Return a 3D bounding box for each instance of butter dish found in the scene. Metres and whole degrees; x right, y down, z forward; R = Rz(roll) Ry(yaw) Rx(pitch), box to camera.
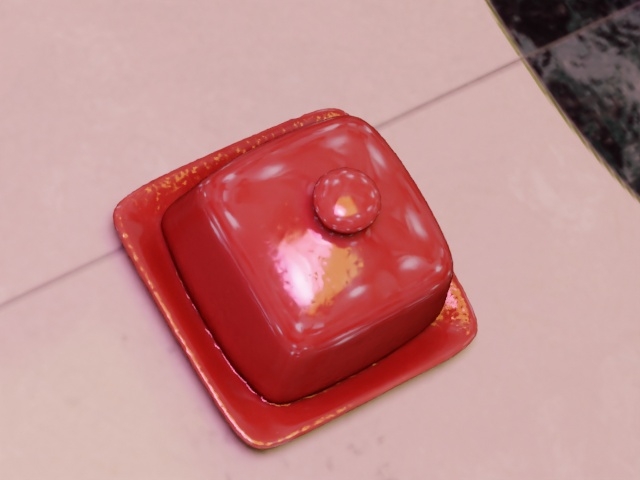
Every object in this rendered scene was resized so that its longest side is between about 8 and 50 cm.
[{"bbox_3d":[0.000,0.000,0.979,0.160,0.118,0.160,-25,76,-25],"label":"butter dish"}]
